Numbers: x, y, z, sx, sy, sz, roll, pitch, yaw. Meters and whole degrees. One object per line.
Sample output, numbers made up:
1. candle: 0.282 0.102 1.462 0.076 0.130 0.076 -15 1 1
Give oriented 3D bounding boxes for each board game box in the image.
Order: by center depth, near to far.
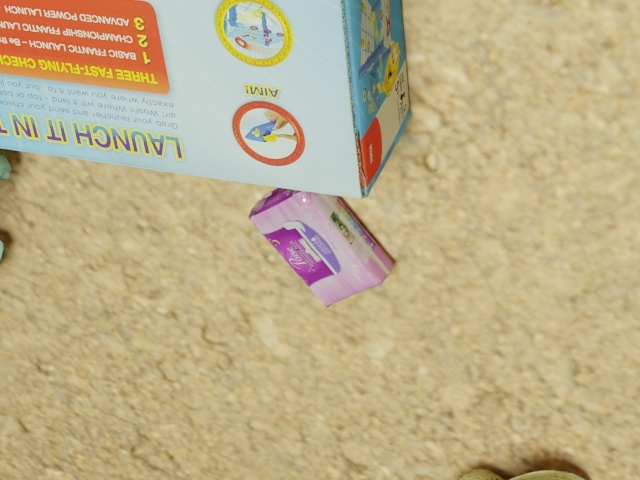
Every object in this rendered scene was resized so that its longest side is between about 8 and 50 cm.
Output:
1. board game box: -0.117 -0.184 0.782 0.308 0.086 0.301 9 132 19

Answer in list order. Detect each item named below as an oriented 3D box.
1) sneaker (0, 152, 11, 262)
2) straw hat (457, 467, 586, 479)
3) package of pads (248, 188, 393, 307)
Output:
1. sneaker: -0.290 0.019 1.025 0.122 0.110 0.283 26 136 -5
2. straw hat: 0.112 0.187 1.005 0.061 0.145 0.144 47 152 44
3. package of pads: 0.000 0.000 0.921 0.050 0.032 0.083 -26 114 37
